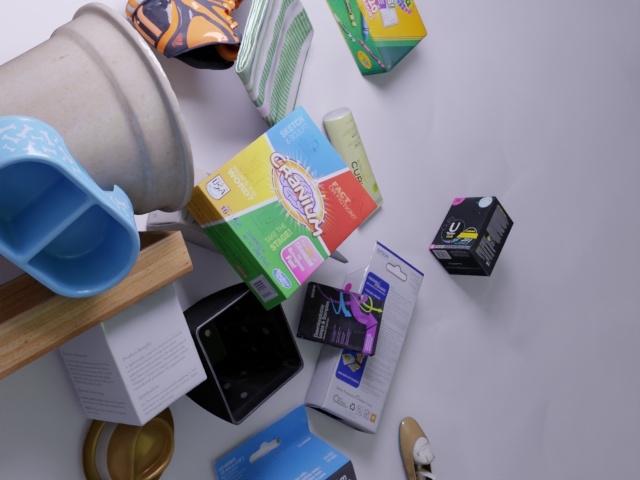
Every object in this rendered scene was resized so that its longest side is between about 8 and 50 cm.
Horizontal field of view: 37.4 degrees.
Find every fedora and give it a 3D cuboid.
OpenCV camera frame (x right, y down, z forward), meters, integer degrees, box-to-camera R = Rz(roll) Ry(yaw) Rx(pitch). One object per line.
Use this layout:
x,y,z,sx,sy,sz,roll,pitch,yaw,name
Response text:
-0.304,0.348,1.579,0.194,0.079,0.195,0,91,-44,fedora

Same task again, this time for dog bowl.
-0.348,-0.030,1.216,0.166,0.074,0.297,-41,137,0,dog bowl

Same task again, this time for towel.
-0.076,-0.350,1.717,0.325,0.038,0.248,59,43,-73,towel

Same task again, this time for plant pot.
-0.401,-0.133,1.353,0.305,0.333,0.334,-29,110,-28,plant pot
-0.173,0.187,1.645,0.188,0.167,0.188,-37,115,-41,plant pot

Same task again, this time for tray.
-0.408,0.099,1.391,0.411,0.202,0.076,-33,113,-39,tray

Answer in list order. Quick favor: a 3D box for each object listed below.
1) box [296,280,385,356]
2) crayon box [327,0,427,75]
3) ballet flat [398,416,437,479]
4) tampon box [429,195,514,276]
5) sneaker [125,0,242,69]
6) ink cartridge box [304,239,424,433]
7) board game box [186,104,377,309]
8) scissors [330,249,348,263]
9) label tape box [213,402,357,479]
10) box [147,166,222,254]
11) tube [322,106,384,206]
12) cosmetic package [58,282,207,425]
0.041,0.157,1.894,0.162,0.029,0.116,14,73,-9,box
0.103,-0.509,1.980,0.165,0.081,0.278,-47,121,-34,crayon box
0.230,0.506,2.106,0.080,0.073,0.232,-18,102,-43,ballet flat
0.352,-0.011,2.195,0.101,0.120,0.161,48,58,-34,tampon box
-0.163,-0.399,1.640,0.321,0.125,0.180,-36,80,-24,sneaker
0.098,0.202,1.985,0.175,0.069,0.371,34,69,-38,ink cartridge box
-0.063,-0.066,1.656,0.242,0.064,0.316,52,46,-7,board game box
0.000,0.000,1.830,0.297,0.021,0.109,-2,93,-64,scissors
-0.040,0.528,1.815,0.249,0.115,0.348,-27,110,-41,label tape box
-0.169,-0.037,1.702,0.275,0.094,0.113,22,73,-43,box
0.073,-0.158,1.969,0.070,0.062,0.240,-21,115,-1,tube
-0.307,0.174,1.503,0.151,0.151,0.184,-32,111,-44,cosmetic package
